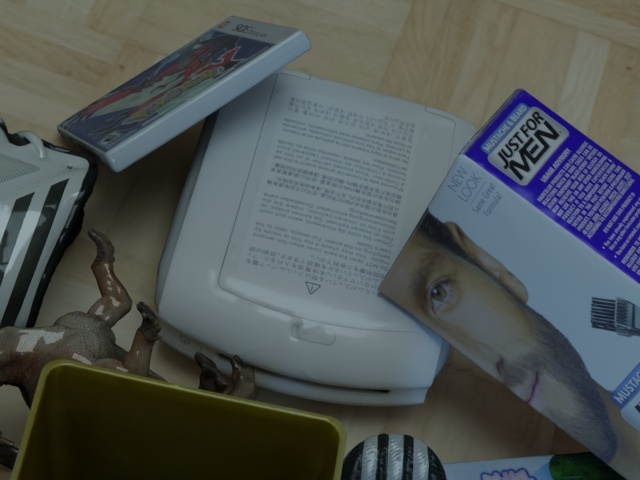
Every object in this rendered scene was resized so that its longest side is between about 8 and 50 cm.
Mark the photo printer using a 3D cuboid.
[{"bbox_3d":[0.000,0.000,1.325,0.256,0.107,0.307,14,50,-2],"label":"photo printer"}]

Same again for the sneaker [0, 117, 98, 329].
[{"bbox_3d":[-0.339,-0.088,1.307,0.257,0.169,0.447,-3,59,-27],"label":"sneaker"}]

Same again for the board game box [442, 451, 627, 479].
[{"bbox_3d":[0.268,0.308,1.162,0.318,0.066,0.319,-3,52,-16],"label":"board game box"}]

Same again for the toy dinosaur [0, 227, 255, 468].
[{"bbox_3d":[-0.172,0.133,1.159,0.295,0.200,0.127,42,6,-11],"label":"toy dinosaur"}]

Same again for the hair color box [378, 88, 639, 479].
[{"bbox_3d":[0.229,0.062,1.167,0.339,0.185,0.110,38,51,9],"label":"hair color box"}]

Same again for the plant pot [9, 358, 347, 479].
[{"bbox_3d":[-0.114,0.238,1.046,0.212,0.187,0.212,12,48,-3],"label":"plant pot"}]

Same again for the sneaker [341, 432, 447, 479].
[{"bbox_3d":[0.044,0.280,1.111,0.106,0.162,0.281,10,84,1],"label":"sneaker"}]

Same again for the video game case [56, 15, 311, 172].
[{"bbox_3d":[-0.125,-0.135,1.351,0.201,0.023,0.183,-35,22,-13],"label":"video game case"}]
